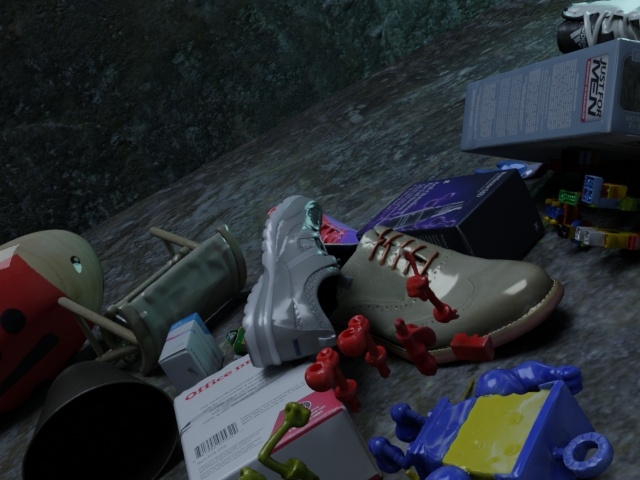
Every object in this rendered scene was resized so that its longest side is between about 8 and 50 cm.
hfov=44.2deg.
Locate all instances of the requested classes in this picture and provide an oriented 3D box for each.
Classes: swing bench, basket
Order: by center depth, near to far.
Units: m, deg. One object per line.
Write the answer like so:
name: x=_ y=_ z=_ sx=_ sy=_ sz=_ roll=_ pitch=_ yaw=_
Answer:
basket: x=-0.310 y=0.252 z=1.096 sx=0.204 sy=0.154 sz=0.227 roll=-33 pitch=15 yaw=-14
swing bench: x=-0.291 y=0.106 z=1.442 sx=0.254 sy=0.165 sz=0.253 roll=0 pitch=33 yaw=47

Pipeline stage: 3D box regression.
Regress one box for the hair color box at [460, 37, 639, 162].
hair color box: x=0.360 y=-0.173 z=1.075 sx=0.185 sy=0.114 sz=0.374 roll=5 pitch=2 yaw=-17

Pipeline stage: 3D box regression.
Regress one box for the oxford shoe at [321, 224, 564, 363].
oxford shoe: x=0.107 y=0.057 z=0.984 sx=0.397 sy=0.146 sz=0.140 roll=-9 pitch=27 yaw=47

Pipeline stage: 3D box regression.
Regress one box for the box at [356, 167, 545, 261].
box: x=0.182 y=-0.010 z=1.117 sx=0.153 sy=0.108 sz=0.207 roll=-41 pitch=21 yaw=-33

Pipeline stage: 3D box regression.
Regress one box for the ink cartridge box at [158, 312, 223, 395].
ink cartridge box: x=-0.195 y=0.180 z=1.201 sx=0.052 sy=0.088 sz=0.122 roll=-27 pitch=18 yaw=7

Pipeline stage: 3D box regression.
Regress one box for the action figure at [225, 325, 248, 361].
action figure: x=-0.084 y=0.150 z=1.135 sx=0.232 sy=0.063 sz=0.137 roll=-8 pitch=58 yaw=63

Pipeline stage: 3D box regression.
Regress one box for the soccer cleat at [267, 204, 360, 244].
soccer cleat: x=0.000 y=0.000 z=1.347 sx=0.108 sy=0.116 sz=0.318 roll=-36 pitch=19 yaw=-20

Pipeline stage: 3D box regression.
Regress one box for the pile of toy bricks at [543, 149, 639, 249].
pile of toy bricks: x=0.361 y=-0.050 z=0.995 sx=0.105 sy=0.118 sz=0.212 roll=5 pitch=10 yaw=-2

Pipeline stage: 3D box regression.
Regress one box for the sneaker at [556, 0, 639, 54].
sneaker: x=0.508 y=-0.310 z=1.277 sx=0.257 sy=0.169 sz=0.447 roll=-4 pitch=18 yaw=27

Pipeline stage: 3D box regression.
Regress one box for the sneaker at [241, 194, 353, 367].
sneaker: x=-0.014 y=0.047 z=0.974 sx=0.115 sy=0.105 sz=0.281 roll=-3 pitch=40 yaw=10

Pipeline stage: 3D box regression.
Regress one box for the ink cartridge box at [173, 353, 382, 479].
ink cartridge box: x=-0.059 y=0.216 z=0.879 sx=0.172 sy=0.100 sz=0.237 roll=-30 pitch=18 yaw=-7

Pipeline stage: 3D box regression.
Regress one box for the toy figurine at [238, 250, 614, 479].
toy figurine: x=0.114 y=0.168 z=0.633 sx=0.217 sy=0.191 sz=0.362 roll=-5 pitch=30 yaw=42

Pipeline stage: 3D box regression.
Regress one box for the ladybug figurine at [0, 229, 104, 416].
ladybug figurine: x=-0.586 y=0.184 z=1.508 sx=0.162 sy=0.305 sz=0.449 roll=35 pitch=81 yaw=36

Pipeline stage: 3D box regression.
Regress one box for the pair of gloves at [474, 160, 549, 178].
pair of gloves: x=0.284 y=-0.086 z=1.306 sx=0.159 sy=0.023 sz=0.198 roll=-8 pitch=27 yaw=49
